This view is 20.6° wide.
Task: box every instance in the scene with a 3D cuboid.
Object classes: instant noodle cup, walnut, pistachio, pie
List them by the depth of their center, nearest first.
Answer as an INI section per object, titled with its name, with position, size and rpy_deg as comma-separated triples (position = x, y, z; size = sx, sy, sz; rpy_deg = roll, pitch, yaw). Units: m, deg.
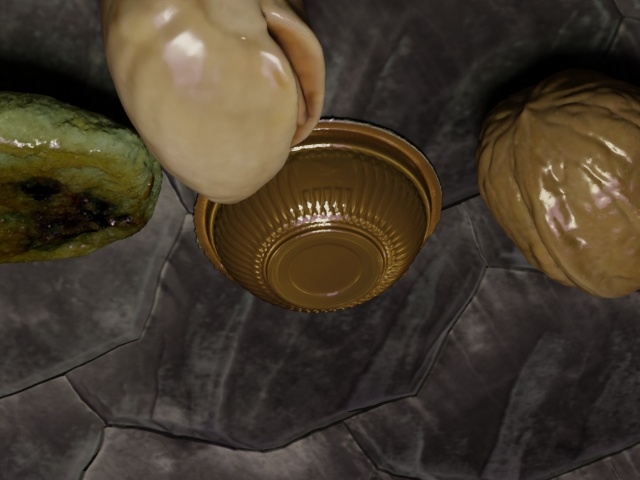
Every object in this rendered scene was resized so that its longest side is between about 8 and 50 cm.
[pistachio]
position = -0.103, -0.158, 1.640
size = 0.214, 0.193, 0.318
rpy_deg = 22, 147, 21
[pie]
position = -0.303, -0.050, 1.752
size = 0.323, 0.071, 0.323
rpy_deg = -1, 153, 0
[walnut]
position = 0.275, -0.061, 1.767
size = 0.225, 0.225, 0.261
rpy_deg = -30, 131, 21
[instant noodle cup]
position = 0.000, 0.000, 1.867
size = 0.274, 0.091, 0.274
rpy_deg = -3, 135, -3
